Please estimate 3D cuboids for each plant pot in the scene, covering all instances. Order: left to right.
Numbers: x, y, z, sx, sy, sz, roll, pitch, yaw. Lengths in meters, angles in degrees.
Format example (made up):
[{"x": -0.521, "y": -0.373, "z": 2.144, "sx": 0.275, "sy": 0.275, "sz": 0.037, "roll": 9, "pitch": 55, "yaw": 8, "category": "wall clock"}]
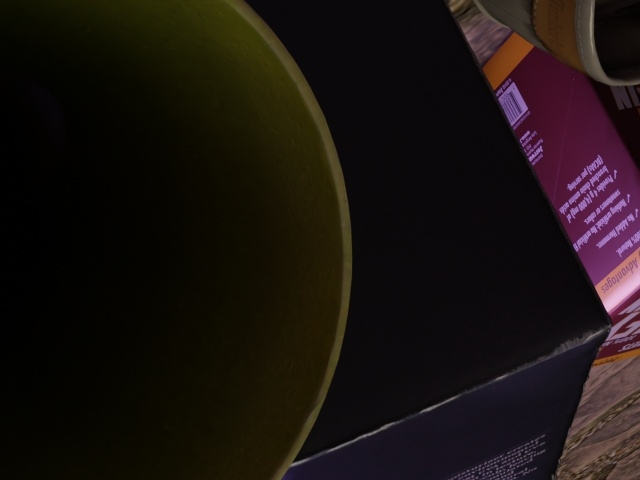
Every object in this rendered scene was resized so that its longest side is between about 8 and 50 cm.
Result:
[{"x": -0.174, "y": -0.005, "z": 0.845, "sx": 0.274, "sy": 0.275, "sz": 0.293, "roll": -17, "pitch": -165, "yaw": -23, "category": "plant pot"}]

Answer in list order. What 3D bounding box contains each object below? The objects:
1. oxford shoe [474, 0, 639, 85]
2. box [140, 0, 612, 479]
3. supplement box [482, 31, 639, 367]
[{"x": 0.301, "y": -0.206, "z": 1.080, "sx": 0.449, "sy": 0.130, "sz": 0.169, "roll": -24, "pitch": 138, "yaw": -2, "category": "oxford shoe"}, {"x": 0.000, "y": 0.000, "z": 1.044, "sx": 0.182, "sy": 0.296, "sz": 0.294, "roll": -22, "pitch": 159, "yaw": -8, "category": "box"}, {"x": 0.193, "y": -0.038, "z": 1.323, "sx": 0.129, "sy": 0.194, "sz": 0.191, "roll": -11, "pitch": 156, "yaw": -36, "category": "supplement box"}]
